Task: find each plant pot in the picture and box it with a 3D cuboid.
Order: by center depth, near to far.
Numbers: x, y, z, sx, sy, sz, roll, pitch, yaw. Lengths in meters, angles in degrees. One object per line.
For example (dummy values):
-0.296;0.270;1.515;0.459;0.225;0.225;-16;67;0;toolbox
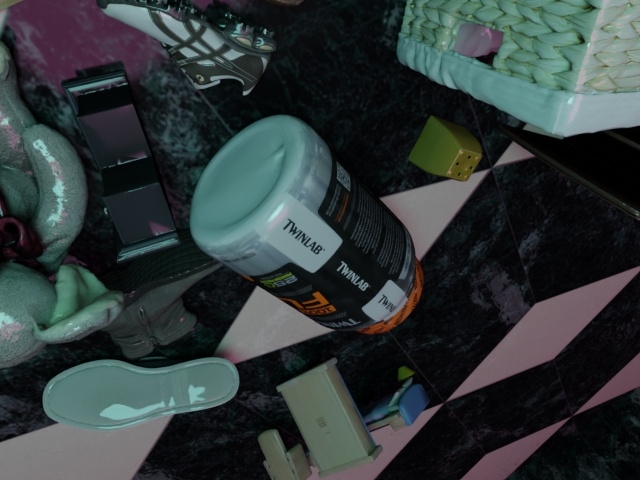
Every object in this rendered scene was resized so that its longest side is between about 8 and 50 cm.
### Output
0.207;-0.138;0.790;0.081;0.083;0.081;8;120;-31;plant pot

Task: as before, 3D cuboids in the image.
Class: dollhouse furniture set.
0.044;0.361;1.111;0.286;0.198;0.303;-32;169;29;dollhouse furniture set

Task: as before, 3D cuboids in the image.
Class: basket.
0.305;-0.304;0.552;0.331;0.328;0.266;-12;125;-17;basket

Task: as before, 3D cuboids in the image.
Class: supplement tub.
0.000;0.000;0.710;0.207;0.207;0.338;-43;131;9;supplement tub

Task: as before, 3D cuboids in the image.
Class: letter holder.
0.448;-0.162;0.743;0.215;0.302;0.152;2;124;-28;letter holder

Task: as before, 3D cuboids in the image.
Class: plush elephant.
-0.357;0.019;0.512;0.272;0.255;0.330;-28;133;-4;plush elephant

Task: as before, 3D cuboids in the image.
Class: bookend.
-0.227;-0.086;0.564;0.072;0.157;0.156;-18;132;-13;bookend

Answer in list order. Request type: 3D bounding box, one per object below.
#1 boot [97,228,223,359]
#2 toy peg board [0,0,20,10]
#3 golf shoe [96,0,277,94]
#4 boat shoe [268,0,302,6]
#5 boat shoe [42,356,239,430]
-0.230;0.086;0.762;0.247;0.083;0.161;-26;139;1;boot
-0.301;-0.286;0.424;0.161;0.079;0.160;-28;133;-5;toy peg board
-0.148;-0.218;0.556;0.198;0.077;0.093;8;121;-30;golf shoe
-0.016;-0.389;0.460;0.123;0.116;0.324;-6;127;-22;boat shoe
-0.291;0.254;0.833;0.303;0.114;0.091;3;164;-13;boat shoe
